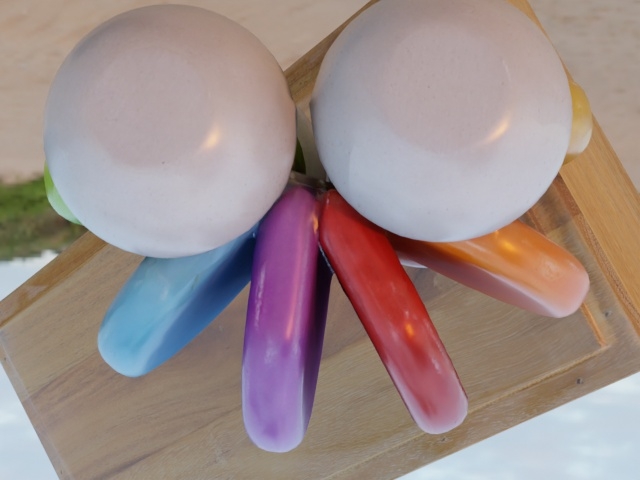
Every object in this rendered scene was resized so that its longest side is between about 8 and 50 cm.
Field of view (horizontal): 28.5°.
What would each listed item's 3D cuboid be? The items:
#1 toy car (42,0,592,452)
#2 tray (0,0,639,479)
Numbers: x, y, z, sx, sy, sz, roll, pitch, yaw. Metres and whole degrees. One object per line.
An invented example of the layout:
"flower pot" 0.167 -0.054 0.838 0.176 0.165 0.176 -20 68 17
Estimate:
"toy car" 0.000 0.000 0.415 0.182 0.136 0.159 -3 175 4
"tray" -0.022 0.044 0.688 0.411 0.203 0.076 -33 173 39
